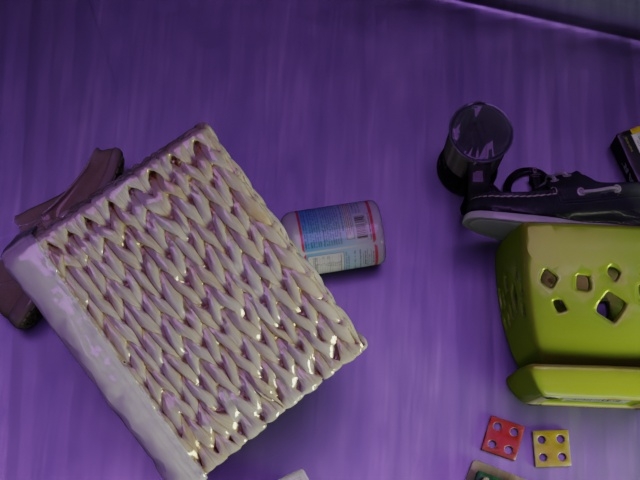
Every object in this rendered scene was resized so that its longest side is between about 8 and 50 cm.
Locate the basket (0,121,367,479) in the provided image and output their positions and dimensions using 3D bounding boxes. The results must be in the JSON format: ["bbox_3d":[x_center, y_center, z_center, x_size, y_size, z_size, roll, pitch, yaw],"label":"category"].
[{"bbox_3d":[-0.160,0.060,1.534,0.266,0.328,0.331,-38,97,-5],"label":"basket"}]

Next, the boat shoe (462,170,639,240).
[{"bbox_3d":[0.325,-0.043,1.702,0.302,0.114,0.091,6,79,-18],"label":"boat shoe"}]

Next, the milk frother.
[{"bbox_3d":[0.236,-0.105,1.752,0.143,0.135,0.129,-15,74,-6],"label":"milk frother"}]

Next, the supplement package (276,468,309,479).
[{"bbox_3d":[-0.104,0.388,1.586,0.244,0.139,0.134,-24,76,-10],"label":"supplement package"}]

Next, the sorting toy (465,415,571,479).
[{"bbox_3d":[0.235,0.347,1.657,0.132,0.046,0.274,21,73,5],"label":"sorting toy"}]

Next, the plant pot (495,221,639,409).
[{"bbox_3d":[0.339,0.100,1.651,0.228,0.227,0.207,2,79,-1],"label":"plant pot"}]

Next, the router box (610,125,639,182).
[{"bbox_3d":[0.489,-0.079,1.798,0.133,0.046,0.179,-20,74,-7],"label":"router box"}]

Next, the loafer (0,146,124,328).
[{"bbox_3d":[-0.346,-0.018,1.725,0.092,0.102,0.268,30,75,1],"label":"loafer"}]

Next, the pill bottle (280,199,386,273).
[{"bbox_3d":[0.000,0.000,1.737,0.160,0.087,0.087,-8,73,-4],"label":"pill bottle"}]
